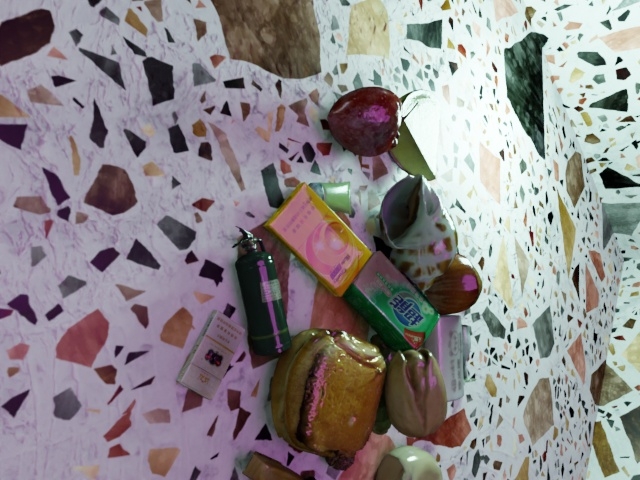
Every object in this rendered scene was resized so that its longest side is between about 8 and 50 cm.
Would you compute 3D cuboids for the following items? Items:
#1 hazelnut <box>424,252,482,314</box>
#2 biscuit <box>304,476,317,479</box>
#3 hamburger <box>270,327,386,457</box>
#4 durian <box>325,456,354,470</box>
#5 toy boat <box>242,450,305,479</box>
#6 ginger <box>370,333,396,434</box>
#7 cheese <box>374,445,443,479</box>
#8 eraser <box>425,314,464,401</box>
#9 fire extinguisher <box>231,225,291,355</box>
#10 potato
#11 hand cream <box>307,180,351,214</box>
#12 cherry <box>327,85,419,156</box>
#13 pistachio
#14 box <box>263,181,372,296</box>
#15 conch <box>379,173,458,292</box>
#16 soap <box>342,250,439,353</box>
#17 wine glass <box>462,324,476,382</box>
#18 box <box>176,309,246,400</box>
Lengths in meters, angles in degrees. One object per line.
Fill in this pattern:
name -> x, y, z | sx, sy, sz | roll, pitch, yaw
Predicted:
hazelnut -> 0.426, 0.146, 1.595 | 0.210, 0.186, 0.210 | -19, 113, -54
biscuit -> 0.016, 0.682, 1.218 | 0.055, 0.061, 0.219 | -42, 115, -39
hamburger -> 0.021, 0.365, 1.176 | 0.304, 0.174, 0.285 | 34, 60, -37
durian -> 0.051, 0.548, 1.260 | 0.091, 0.080, 0.080 | -63, 133, -67
toy boat -> -0.102, 0.531, 1.108 | 0.200, 0.077, 0.057 | 44, 70, -36
ginger -> 0.179, 0.398, 1.394 | 0.137, 0.089, 0.290 | 49, 47, -56
cheese -> 0.252, 0.731, 1.400 | 0.233, 0.127, 0.266 | 39, 62, -35
eraser -> 0.408, 0.383, 1.615 | 0.174, 0.094, 0.271 | 7, 82, -47
fire extinguisher -> -0.139, 0.105, 1.110 | 0.118, 0.093, 0.295 | -20, 100, -60
potato -> 0.313, -0.365, 1.590 | 0.270, 0.111, 0.255 | 56, 48, -28
hand cream -> 0.026, -0.118, 1.326 | 0.174, 0.045, 0.095 | -2, 89, -49
cherry -> 0.119, -0.330, 1.346 | 0.249, 0.192, 0.175 | -7, 53, -35
pistachio -> 0.247, 0.408, 1.283 | 0.182, 0.162, 0.293 | -101, 178, -57
box -> 0.000, 0.000, 1.238 | 0.269, 0.043, 0.152 | 44, 71, -19
conch -> 0.282, 0.001, 1.461 | 0.249, 0.197, 0.369 | 5, 77, -11
soap -> 0.189, 0.178, 1.368 | 0.273, 0.098, 0.218 | 47, 57, -3
wine glass -> 0.509, 0.398, 1.734 | 0.066, 0.066, 0.198 | -5, 89, -45
box -> -0.231, 0.244, 1.048 | 0.090, 0.024, 0.167 | 44, 57, -33
